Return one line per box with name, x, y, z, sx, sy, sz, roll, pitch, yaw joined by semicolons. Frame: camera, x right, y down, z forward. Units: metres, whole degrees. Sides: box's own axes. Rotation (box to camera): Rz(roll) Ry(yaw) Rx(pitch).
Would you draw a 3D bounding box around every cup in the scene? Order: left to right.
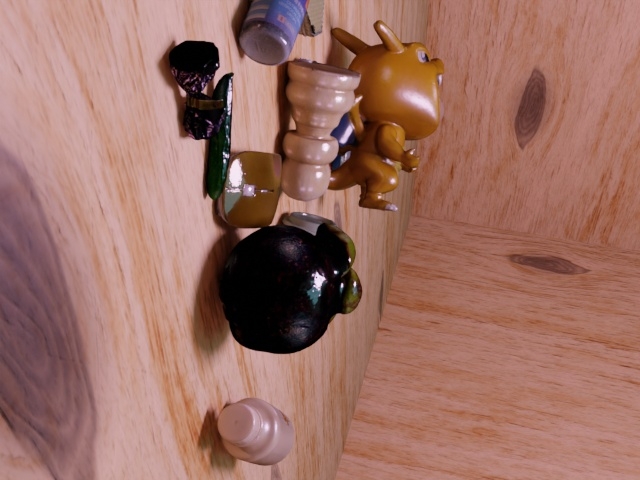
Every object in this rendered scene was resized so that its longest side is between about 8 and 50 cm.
cup;-0.033;0.019;1.418;0.120;0.120;0.141;-35;143;-72

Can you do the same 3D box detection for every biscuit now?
biscuit;-0.019;-0.489;1.219;0.147;0.046;0.250;-59;154;-61

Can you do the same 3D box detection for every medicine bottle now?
medicine bottle;-0.123;0.349;1.260;0.252;0.114;0.114;67;35;-67
medicine bottle;-0.060;-0.368;1.055;0.083;0.083;0.203;77;24;-60

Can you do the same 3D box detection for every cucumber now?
cucumber;-0.143;-0.147;0.977;0.036;0.033;0.184;-118;-148;-68

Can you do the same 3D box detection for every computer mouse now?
computer mouse;-0.106;-0.085;1.141;0.245;0.056;0.126;-12;111;-75

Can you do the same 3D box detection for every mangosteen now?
mangosteen;-0.049;0.075;1.120;0.243;0.243;0.243;10;90;-77

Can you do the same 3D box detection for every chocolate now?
chocolate;-0.147;-0.180;0.868;0.072;0.070;0.147;-43;151;-21

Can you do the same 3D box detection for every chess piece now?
chess piece;-0.013;-0.202;1.303;0.143;0.143;0.260;-49;151;-67

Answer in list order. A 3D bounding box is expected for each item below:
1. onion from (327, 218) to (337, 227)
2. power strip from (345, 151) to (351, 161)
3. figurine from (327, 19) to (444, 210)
onion;0.000;0.000;1.595;0.107;0.097;0.107;-162;-90;-72
power strip;0.074;-0.310;1.809;0.060;0.027;0.252;-40;138;-72
figurine;0.125;-0.265;1.543;0.401;0.268;0.387;5;97;-73
